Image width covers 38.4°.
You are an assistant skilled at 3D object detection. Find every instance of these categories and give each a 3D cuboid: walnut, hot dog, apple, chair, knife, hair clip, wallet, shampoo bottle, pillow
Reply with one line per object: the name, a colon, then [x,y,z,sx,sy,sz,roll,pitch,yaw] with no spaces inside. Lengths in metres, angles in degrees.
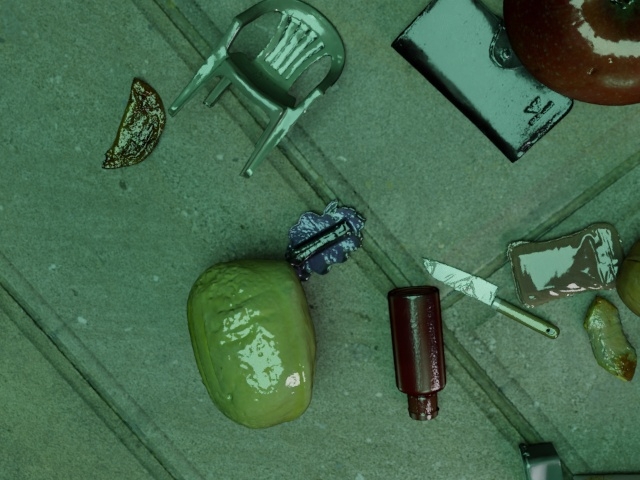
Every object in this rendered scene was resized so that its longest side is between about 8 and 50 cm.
walnut: [0.629,0.077,1.630,0.197,0.165,0.165,19,107,-4]
hot dog: [0.539,0.187,1.724,0.078,0.061,0.169,-13,81,-18]
apple: [0.464,-0.388,1.472,0.348,0.277,0.349,3,106,9]
chair: [-0.102,-0.291,1.663,0.203,0.190,0.275,42,115,-4]
knife: [0.326,0.105,1.765,0.298,0.017,0.047,26,106,6]
hair clip: [0.000,0.001,1.779,0.195,0.052,0.124,-35,102,12]
wallet: [0.296,-0.301,1.647,0.318,0.045,0.172,44,109,-5]
shampoo bottle: [0.191,0.221,1.794,0.102,0.064,0.260,-4,105,7]
pillow: [0.462,0.048,1.717,0.211,0.034,0.135,-13,98,12]

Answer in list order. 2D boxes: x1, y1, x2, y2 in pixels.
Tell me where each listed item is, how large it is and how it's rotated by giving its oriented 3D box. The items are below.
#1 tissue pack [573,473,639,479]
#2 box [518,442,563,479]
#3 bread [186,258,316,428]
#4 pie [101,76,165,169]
tissue pack: [0.603,0.534,1.741,0.225,0.185,0.124,-3,104,10]
box: [0.437,0.459,1.807,0.069,0.084,0.122,-13,103,5]
bread: [-0.127,0.190,1.721,0.237,0.320,0.321,-15,102,-3]
pie: [-0.355,-0.213,1.792,0.088,0.033,0.191,24,102,-4]
